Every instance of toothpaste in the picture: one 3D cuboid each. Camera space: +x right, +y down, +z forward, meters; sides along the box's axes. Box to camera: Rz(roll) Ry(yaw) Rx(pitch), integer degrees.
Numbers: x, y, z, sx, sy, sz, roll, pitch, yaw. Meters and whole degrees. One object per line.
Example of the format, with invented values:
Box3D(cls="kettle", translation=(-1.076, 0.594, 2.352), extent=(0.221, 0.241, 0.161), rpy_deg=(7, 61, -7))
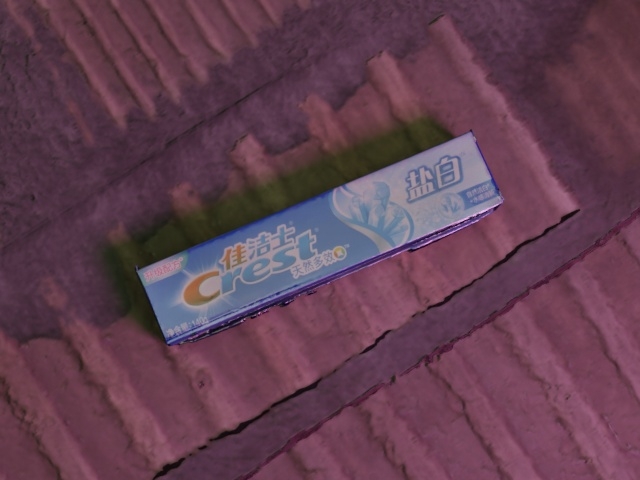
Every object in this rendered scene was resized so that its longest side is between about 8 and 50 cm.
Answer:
Box3D(cls="toothpaste", translation=(0.000, 0.000, 1.151), extent=(0.272, 0.053, 0.066), rpy_deg=(-23, 83, -5))
